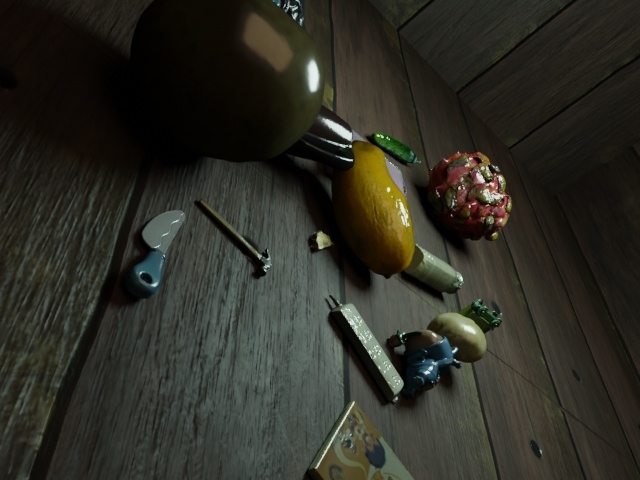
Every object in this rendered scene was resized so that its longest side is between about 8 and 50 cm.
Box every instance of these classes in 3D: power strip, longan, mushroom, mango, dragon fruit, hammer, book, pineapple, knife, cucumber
[{"bbox_3d":[0.092,0.214,1.314,0.253,0.027,0.060,57,28,7],"label":"power strip"},{"bbox_3d":[-0.172,-0.315,1.210,0.361,0.361,0.361,37,31,-28],"label":"longan"},{"bbox_3d":[0.326,0.238,1.554,0.147,0.112,0.148,22,24,-10],"label":"mushroom"},{"bbox_3d":[0.118,-0.079,1.541,0.186,0.144,0.360,-12,69,-25],"label":"mango"},{"bbox_3d":[0.492,-0.130,2.105,0.291,0.250,0.269,57,9,19],"label":"dragon fruit"},{"bbox_3d":[-0.158,-0.012,1.203,0.182,0.017,0.062,46,28,-11],"label":"hammer"},{"bbox_3d":[0.108,0.440,1.090,0.295,0.020,0.208,53,27,-2],"label":"book"},{"bbox_3d":[0.000,0.000,1.431,0.045,0.019,0.083,62,27,3],"label":"pineapple"},{"bbox_3d":[-0.259,0.006,1.020,0.058,0.032,0.244,33,28,-19],"label":"knife"},{"bbox_3d":[0.247,-0.303,2.122,0.250,0.056,0.056,24,39,-40],"label":"cucumber"}]

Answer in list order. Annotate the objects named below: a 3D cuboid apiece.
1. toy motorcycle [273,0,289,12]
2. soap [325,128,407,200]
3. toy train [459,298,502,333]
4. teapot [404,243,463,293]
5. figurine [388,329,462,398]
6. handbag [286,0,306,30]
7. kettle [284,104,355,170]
[{"bbox_3d":[-0.143,-0.489,1.609,0.123,0.182,0.272,-161,-122,-77],"label":"toy motorcycle"},{"bbox_3d":[0.122,-0.188,1.766,0.259,0.081,0.181,34,33,-31],"label":"soap"},{"bbox_3d":[0.449,0.217,1.804,0.122,0.081,0.050,40,22,-26],"label":"toy train"},{"bbox_3d":[0.295,0.075,1.744,0.200,0.077,0.107,29,17,-38],"label":"teapot"},{"bbox_3d":[0.218,0.251,1.393,0.144,0.114,0.178,49,36,-4],"label":"figurine"},{"bbox_3d":[-0.131,-0.622,1.813,0.177,0.275,0.302,0,43,-1],"label":"handbag"},{"bbox_3d":[-0.028,-0.249,1.471,0.232,0.144,0.202,17,25,-31],"label":"kettle"}]
